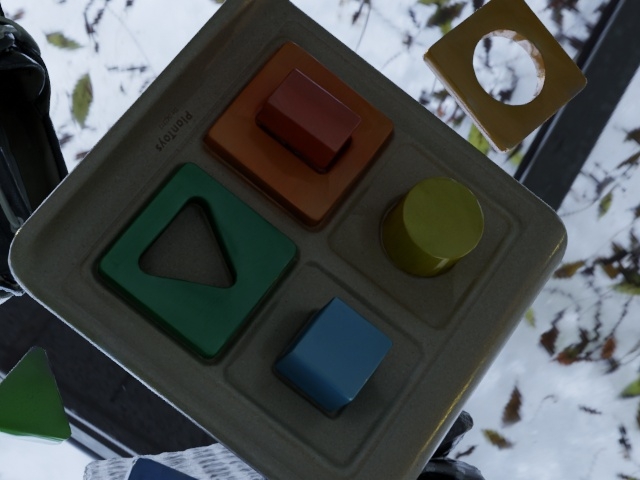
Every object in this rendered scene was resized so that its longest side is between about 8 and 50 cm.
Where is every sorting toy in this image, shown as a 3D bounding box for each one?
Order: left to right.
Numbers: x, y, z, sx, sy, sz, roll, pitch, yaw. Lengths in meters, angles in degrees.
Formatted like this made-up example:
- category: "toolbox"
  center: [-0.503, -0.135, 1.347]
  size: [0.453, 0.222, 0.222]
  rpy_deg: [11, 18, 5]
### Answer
- category: "sorting toy"
  center: [0.000, 0.000, 0.526]
  size: [0.196, 0.047, 0.347]
  rpy_deg: [40, -113, -6]

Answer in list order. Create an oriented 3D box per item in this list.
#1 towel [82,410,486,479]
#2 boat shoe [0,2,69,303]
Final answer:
- category: "towel"
  center: [-0.030, 0.173, 0.770]
  size: [0.235, 0.284, 0.121]
  rpy_deg: [-7, -96, -11]
- category: "boat shoe"
  center: [-0.233, -0.102, 0.884]
  size: [0.091, 0.114, 0.302]
  rpy_deg: [-25, -110, 23]
